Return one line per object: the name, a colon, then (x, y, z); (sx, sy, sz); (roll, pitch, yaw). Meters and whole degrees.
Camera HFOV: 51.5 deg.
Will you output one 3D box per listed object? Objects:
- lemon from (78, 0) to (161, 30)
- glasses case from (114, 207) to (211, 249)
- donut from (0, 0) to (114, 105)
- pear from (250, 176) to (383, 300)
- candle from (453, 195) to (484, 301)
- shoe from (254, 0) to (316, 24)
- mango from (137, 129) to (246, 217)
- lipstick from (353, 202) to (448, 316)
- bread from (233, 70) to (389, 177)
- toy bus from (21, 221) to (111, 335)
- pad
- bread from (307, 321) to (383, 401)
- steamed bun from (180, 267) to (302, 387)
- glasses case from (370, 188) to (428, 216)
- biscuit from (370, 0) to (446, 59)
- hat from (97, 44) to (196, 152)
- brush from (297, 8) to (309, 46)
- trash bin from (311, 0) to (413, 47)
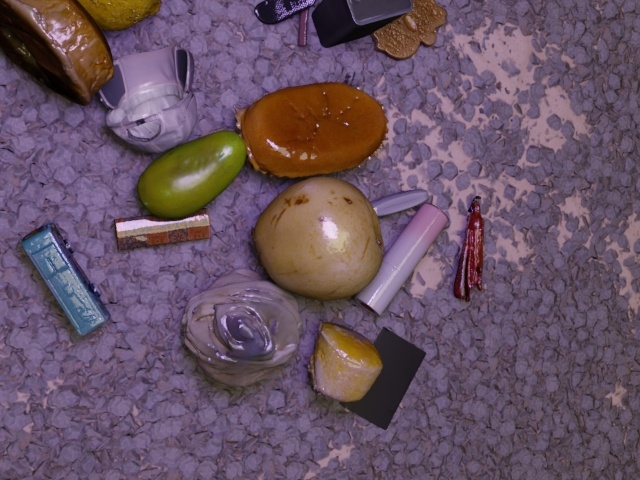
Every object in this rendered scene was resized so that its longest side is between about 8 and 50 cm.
lemon: (-0.479, -0.599, 1.429); (0.310, 0.258, 0.258); (40, 78, -20)
glasses case: (-0.375, -0.028, 1.582); (0.218, 0.049, 0.075); (-8, 93, -19)
donut: (-0.569, -0.435, 1.374); (0.330, 0.330, 0.160); (48, 64, -14)
pear: (0.000, 0.000, 1.594); (0.309, 0.309, 0.309); (0, 91, -20)
candle: (0.424, 0.023, 1.865); (0.084, 0.059, 0.301); (6, 88, -29)
shoe: (-0.085, -0.590, 1.672); (0.159, 0.053, 0.062); (-16, 106, 13)
mango: (-0.293, -0.154, 1.531); (0.273, 0.185, 0.149); (-34, 108, -4)
lipstick: (0.218, 0.050, 1.775); (0.087, 0.087, 0.327); (41, 78, -16)
bread: (-0.015, -0.269, 1.638); (0.389, 0.183, 0.236); (-19, 94, -18)
toy bus: (-0.569, 0.086, 1.488); (0.091, 0.109, 0.261); (-32, 100, -10)
pad: (0.173, 0.376, 1.809); (0.164, 0.004, 0.243); (33, 80, -17)
bread: (0.055, 0.307, 1.678); (0.197, 0.197, 0.170); (27, 93, -18)
steamed bun: (-0.175, 0.208, 1.576); (0.280, 0.207, 0.268); (-41, 103, -16)
glasses case: (0.197, -0.099, 1.772); (0.197, 0.076, 0.049); (-17, 98, -18)
biscuit: (0.238, -0.579, 1.801); (0.166, 0.036, 0.225); (45, 80, -15)
hat: (-0.386, -0.329, 1.529); (0.232, 0.161, 0.275); (-11, 70, -1)
brush: (-0.038, -0.647, 1.682); (0.071, 0.084, 0.301); (-2, 101, -44)
trash bin: (0.091, -0.571, 1.639); (0.164, 0.240, 0.122); (-22, 98, -19)
